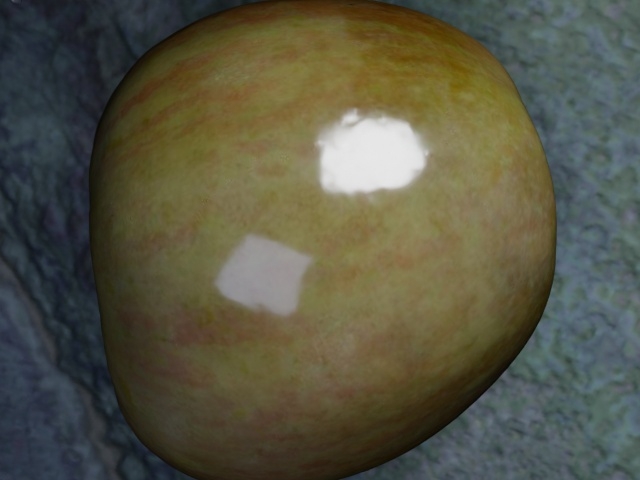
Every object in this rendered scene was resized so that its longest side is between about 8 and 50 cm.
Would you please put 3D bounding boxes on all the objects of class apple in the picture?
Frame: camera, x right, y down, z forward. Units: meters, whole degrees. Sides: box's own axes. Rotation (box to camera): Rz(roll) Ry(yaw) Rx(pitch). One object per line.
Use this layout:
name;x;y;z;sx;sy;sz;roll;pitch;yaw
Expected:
apple;0.000;0.000;0.870;0.233;0.257;0.257;-6;108;-5

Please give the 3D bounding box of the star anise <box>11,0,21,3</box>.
star anise;-0.169;-0.259;0.882;0.223;0.109;0.236;24;123;-7
